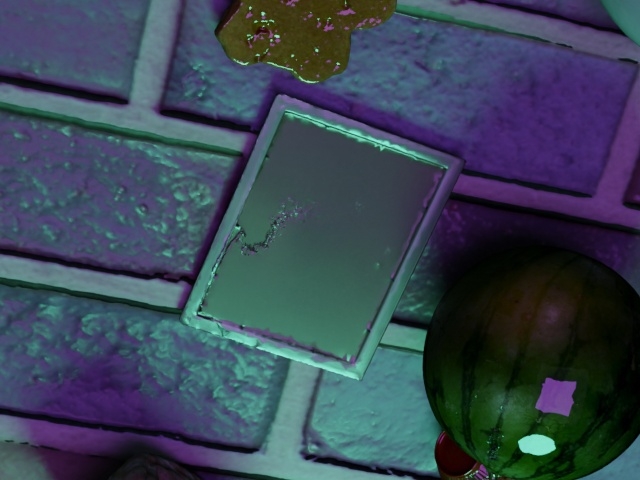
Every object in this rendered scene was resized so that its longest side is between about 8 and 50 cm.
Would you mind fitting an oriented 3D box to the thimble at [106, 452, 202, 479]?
[{"bbox_3d":[-0.165,0.341,1.794,0.148,0.196,0.229,-39,144,12],"label":"thimble"}]

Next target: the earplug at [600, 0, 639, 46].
[{"bbox_3d":[0.341,-0.316,1.592,0.214,0.175,0.326,-16,115,-4],"label":"earplug"}]

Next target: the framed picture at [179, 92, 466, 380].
[{"bbox_3d":[0.000,0.000,1.764,0.216,0.016,0.273,19,109,-17],"label":"framed picture"}]

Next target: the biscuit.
[{"bbox_3d":[-0.005,-0.270,1.626,0.184,0.035,0.249,12,117,-18],"label":"biscuit"}]

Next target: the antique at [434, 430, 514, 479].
[{"bbox_3d":[0.173,0.235,1.851,0.104,0.104,0.104,-3,114,-8],"label":"antique"}]

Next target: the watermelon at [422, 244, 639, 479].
[{"bbox_3d":[0.223,0.126,1.733,0.242,0.242,0.242,-3,114,-8],"label":"watermelon"}]
